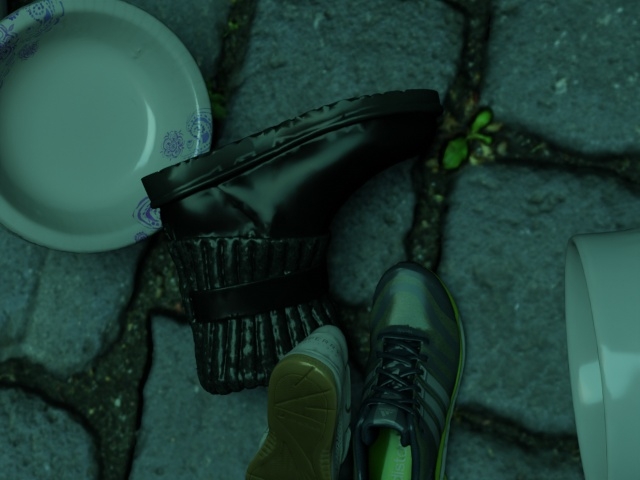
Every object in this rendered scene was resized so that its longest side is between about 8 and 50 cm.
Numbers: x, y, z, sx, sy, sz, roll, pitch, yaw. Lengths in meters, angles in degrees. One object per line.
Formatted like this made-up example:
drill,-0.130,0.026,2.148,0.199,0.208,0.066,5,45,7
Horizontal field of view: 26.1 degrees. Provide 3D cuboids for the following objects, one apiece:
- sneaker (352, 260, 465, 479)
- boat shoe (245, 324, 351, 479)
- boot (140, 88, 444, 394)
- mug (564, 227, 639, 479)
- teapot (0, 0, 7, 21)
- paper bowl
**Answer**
sneaker,0.089,0.168,1.454,0.111,0.121,0.300,-1,80,15
boat shoe,-0.010,0.205,1.449,0.098,0.096,0.277,23,130,12
boot,-0.001,0.000,1.488,0.348,0.131,0.260,-20,90,3
mug,0.417,0.161,1.312,0.328,0.276,0.374,-5,109,4
teapot,-0.497,-0.275,1.670,0.256,0.187,0.252,-20,103,-5
paper bowl,-0.273,-0.129,1.556,0.284,0.148,0.284,-1,92,-19
